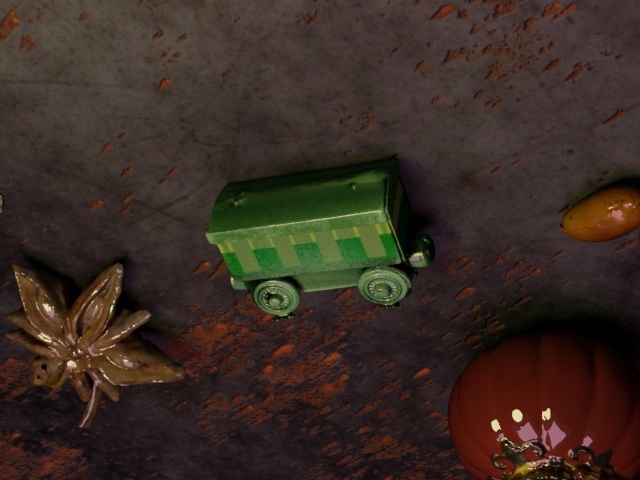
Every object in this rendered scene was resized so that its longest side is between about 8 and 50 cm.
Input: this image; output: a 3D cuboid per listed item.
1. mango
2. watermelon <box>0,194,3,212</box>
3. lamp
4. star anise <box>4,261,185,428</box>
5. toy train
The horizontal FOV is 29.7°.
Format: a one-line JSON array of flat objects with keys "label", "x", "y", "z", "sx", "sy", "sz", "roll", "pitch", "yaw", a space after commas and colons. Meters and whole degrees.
[{"label": "mango", "x": 0.377, "y": -0.037, "z": 1.600, "sx": 0.127, "sy": 0.063, "sz": 0.077, "roll": -25, "pitch": 132, "yaw": 39}, {"label": "watermelon", "x": -0.558, "y": -0.017, "z": 1.811, "sx": 0.187, "sy": 0.071, "sz": 0.139, "roll": -1, "pitch": 141, "yaw": 12}, {"label": "lamp", "x": 0.339, "y": 0.267, "z": 1.790, "sx": 0.303, "sy": 0.257, "sz": 0.303, "roll": 5, "pitch": 139, "yaw": 4}, {"label": "star anise", "x": -0.377, "y": 0.159, "z": 1.934, "sx": 0.292, "sy": 0.109, "sz": 0.350, "roll": -9, "pitch": 124, "yaw": 30}, {"label": "toy train", "x": 0.000, "y": 0.000, "z": 1.677, "sx": 0.300, "sy": 0.120, "sz": 0.202, "roll": -8, "pitch": 131, "yaw": 19}]
